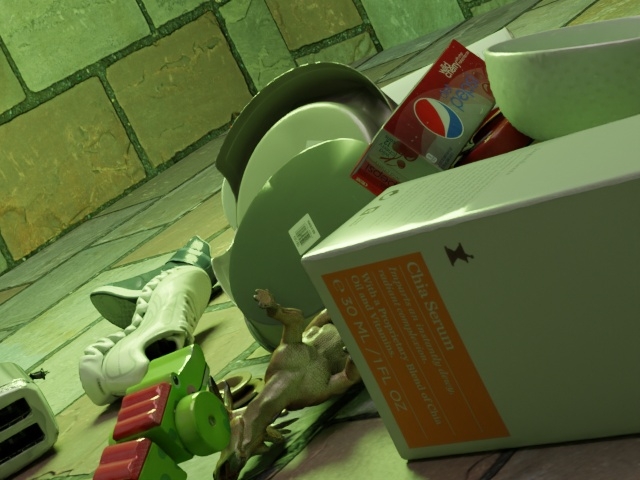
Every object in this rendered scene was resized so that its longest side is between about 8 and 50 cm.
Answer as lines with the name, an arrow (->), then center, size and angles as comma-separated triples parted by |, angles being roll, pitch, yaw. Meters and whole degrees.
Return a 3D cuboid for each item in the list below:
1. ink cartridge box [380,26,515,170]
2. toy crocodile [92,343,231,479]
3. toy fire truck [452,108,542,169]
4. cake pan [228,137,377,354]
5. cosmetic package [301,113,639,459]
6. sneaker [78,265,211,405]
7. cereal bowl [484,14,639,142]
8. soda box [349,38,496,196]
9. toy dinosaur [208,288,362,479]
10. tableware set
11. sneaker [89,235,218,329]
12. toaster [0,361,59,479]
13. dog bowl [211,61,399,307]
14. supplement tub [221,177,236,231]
ink cartridge box -> 0.179, -0.119, 2.176 | 0.309, 0.272, 0.130 | -26, 55, 1
toy crocodile -> -0.176, 0.231, 1.494 | 0.115, 0.105, 0.340 | -19, 36, 28
toy fire truck -> 0.209, -0.032, 1.846 | 0.254, 0.169, 0.302 | -41, 4, 25
cake pan -> 0.000, 0.000, 1.811 | 0.293, 0.054, 0.293 | -25, 47, 31
cosmetic package -> 0.226, 0.038, 1.299 | 0.453, 0.230, 0.161 | -16, 16, 44
sneaker -> -0.221, 0.133, 2.164 | 0.118, 0.110, 0.292 | -9, 28, 33
cereal bowl -> 0.355, -0.169, 1.657 | 0.339, 0.141, 0.339 | -8, 11, 2
soda box -> 0.132, -0.135, 1.775 | 0.083, 0.092, 0.263 | -56, -3, 37
toy dinosaur -> -0.013, 0.142, 1.651 | 0.296, 0.127, 0.200 | -18, -30, -44
tableware set -> -0.079, 0.172, 1.819 | 0.194, 0.039, 0.128 | -15, 16, 42
sneaker -> -0.263, 0.069, 2.496 | 0.226, 0.086, 0.163 | -2, 36, 41
toaster -> -0.449, 0.254, 2.050 | 0.227, 0.129, 0.146 | -28, 16, -19
dog bowl -> 0.004, -0.053, 1.979 | 0.349, 0.348, 0.102 | -17, -23, 38
supplement tub -> -0.038, -0.082, 2.359 | 0.191, 0.191, 0.272 | -23, 2, 14
